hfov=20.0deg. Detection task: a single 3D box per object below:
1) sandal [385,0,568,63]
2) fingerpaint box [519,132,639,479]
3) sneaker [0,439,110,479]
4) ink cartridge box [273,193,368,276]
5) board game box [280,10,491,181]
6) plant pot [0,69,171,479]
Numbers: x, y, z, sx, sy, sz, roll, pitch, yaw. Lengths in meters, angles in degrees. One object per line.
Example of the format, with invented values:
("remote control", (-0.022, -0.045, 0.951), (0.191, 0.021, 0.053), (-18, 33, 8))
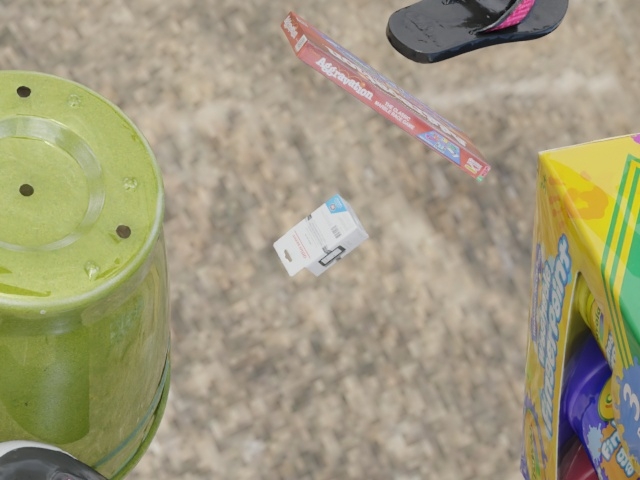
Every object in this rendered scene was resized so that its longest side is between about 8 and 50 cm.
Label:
("sandal", (0.122, -0.172, 1.316), (0.179, 0.040, 0.067), (-24, 56, -40))
("fingerpaint box", (0.314, 0.185, 1.651), (0.371, 0.163, 0.445), (-110, -167, -46))
("sneaker", (-0.174, 0.255, 1.598), (0.296, 0.147, 0.104), (40, 61, -46))
("ink cartridge box", (0.000, 0.000, 1.790), (0.028, 0.083, 0.048), (39, 18, -53))
("board game box", (0.079, -0.177, 2.219), (0.281, 0.027, 0.145), (33, 14, -20))
("plant pot", (-0.289, 0.032, 1.662), (0.366, 0.353, 0.366), (7, 60, -12))
